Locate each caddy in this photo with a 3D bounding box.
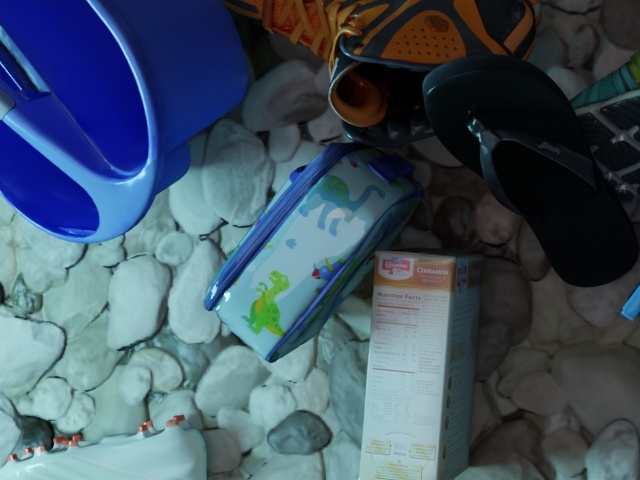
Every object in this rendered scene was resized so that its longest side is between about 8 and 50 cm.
[{"bbox_3d":[-0.228,-0.160,1.378,0.341,0.179,0.241,51,134,10],"label":"caddy"}]

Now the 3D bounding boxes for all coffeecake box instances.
[{"bbox_3d":[0.084,0.100,1.356,0.068,0.142,0.185,5,92,15],"label":"coffeecake box"}]

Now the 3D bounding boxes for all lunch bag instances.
[{"bbox_3d":[0.000,0.000,1.340,0.090,0.219,0.176,41,102,5],"label":"lunch bag"}]

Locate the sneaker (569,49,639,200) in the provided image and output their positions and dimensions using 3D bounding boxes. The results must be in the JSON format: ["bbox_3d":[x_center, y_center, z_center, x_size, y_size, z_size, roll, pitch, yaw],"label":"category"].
[{"bbox_3d":[0.281,-0.121,1.329,0.275,0.110,0.107,-29,125,27],"label":"sneaker"}]

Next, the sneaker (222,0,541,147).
[{"bbox_3d":[0.008,-0.180,1.342,0.321,0.180,0.124,12,135,16],"label":"sneaker"}]

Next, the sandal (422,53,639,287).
[{"bbox_3d":[0.175,-0.050,1.296,0.097,0.054,0.254,-31,123,23],"label":"sandal"}]

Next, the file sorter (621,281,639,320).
[{"bbox_3d":[0.329,0.014,1.301,0.104,0.118,0.170,37,100,9],"label":"file sorter"}]

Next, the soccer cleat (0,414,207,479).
[{"bbox_3d":[-0.195,0.208,1.478,0.196,0.068,0.076,-12,91,13],"label":"soccer cleat"}]
